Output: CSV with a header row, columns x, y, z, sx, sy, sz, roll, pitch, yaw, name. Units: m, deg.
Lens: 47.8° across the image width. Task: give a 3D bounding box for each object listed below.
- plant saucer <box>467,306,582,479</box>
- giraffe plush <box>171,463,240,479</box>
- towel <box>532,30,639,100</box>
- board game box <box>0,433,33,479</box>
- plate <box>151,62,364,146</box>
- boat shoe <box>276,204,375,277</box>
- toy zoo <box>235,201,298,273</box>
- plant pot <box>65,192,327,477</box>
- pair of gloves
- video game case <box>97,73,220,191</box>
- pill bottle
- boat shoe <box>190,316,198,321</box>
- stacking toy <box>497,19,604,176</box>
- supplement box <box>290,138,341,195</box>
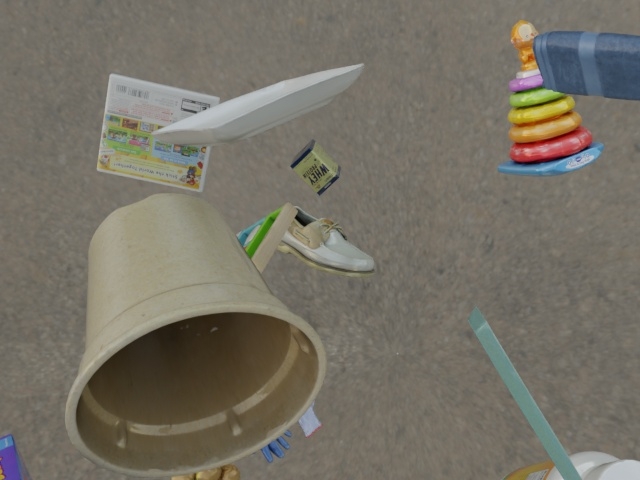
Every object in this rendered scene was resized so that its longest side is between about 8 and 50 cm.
x,y,z,sx,sy,sz,roll,pitch,yaw,name
0.199,0.155,0.705,0.018,0.067,0.192,-32,94,7,plant saucer
-0.291,0.533,1.808,0.181,0.210,0.170,15,59,-24,giraffe plush
0.253,-0.159,0.647,0.119,0.067,0.029,18,64,39,towel
-0.345,0.446,0.887,0.078,0.233,0.347,-21,111,-21,board game box
-0.103,-0.206,1.152,0.278,0.277,0.045,-27,109,-25,plate
0.000,0.000,1.646,0.302,0.113,0.103,21,105,36,boat shoe
-0.181,0.044,1.451,0.030,0.293,0.192,46,43,-18,toy zoo
-0.200,0.107,1.019,0.334,0.334,0.305,-29,46,1,plant pot
-0.079,0.348,1.476,0.198,0.023,0.159,-26,86,-33,pair of gloves
-0.340,-0.222,1.511,0.227,0.026,0.206,11,107,-7,video game case
0.313,0.331,0.873,0.136,0.245,0.136,5,66,-10,pill bottle
-0.252,0.249,1.283,0.127,0.113,0.340,0,119,-27,boat shoe
0.431,-0.284,1.423,0.175,0.166,0.302,-21,104,-21,stacking toy
-0.008,-0.146,1.435,0.056,0.083,0.083,-42,102,17,supplement box
